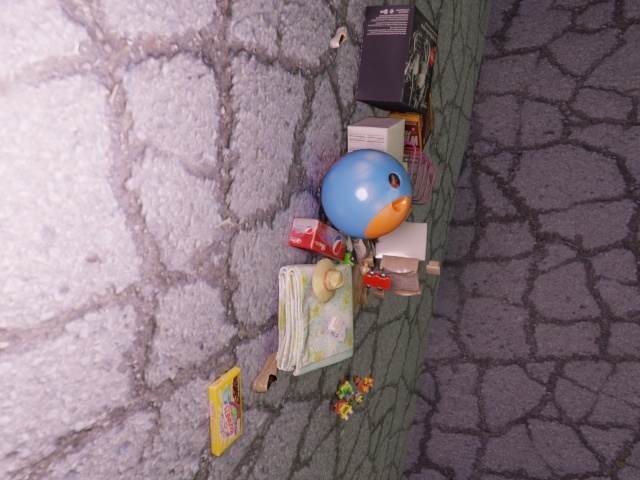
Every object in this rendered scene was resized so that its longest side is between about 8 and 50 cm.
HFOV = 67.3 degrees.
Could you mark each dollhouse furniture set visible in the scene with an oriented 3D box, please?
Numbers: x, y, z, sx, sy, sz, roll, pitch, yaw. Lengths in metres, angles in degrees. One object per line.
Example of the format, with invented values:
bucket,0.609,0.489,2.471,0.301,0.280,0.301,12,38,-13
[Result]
dollhouse furniture set,0.272,0.212,1.836,0.303,0.356,0.173,68,34,-50

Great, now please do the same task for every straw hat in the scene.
straw hat,0.039,0.120,1.454,0.144,0.061,0.144,6,83,-58

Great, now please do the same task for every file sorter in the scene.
file sorter,0.341,-0.274,1.985,0.291,0.182,0.202,17,85,-61

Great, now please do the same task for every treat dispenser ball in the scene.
treat dispenser ball,0.146,-0.147,1.530,0.288,0.288,0.288,-35,131,-56

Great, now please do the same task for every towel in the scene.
towel,-0.001,0.233,1.518,0.374,0.090,0.320,3,89,-58

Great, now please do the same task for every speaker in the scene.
speaker,0.077,-0.011,1.712,0.055,0.055,0.136,-63,150,-30

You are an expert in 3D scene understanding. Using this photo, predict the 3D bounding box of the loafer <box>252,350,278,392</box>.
loafer,-0.144,0.391,1.415,0.148,0.050,0.056,-56,146,-40

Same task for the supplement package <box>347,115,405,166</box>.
supplement package,0.202,-0.327,1.734,0.194,0.149,0.203,-39,134,-53

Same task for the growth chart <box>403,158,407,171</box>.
growth chart,0.370,-0.285,2.252,0.237,0.021,0.172,-44,138,-50

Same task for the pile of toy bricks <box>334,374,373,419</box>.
pile of toy bricks,0.116,0.631,2.018,0.212,0.118,0.105,-45,112,-26

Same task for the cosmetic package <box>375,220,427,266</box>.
cosmetic package,0.330,0.032,1.985,0.365,0.197,0.155,45,49,-75

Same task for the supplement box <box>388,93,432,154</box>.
supplement box,0.395,-0.510,2.089,0.194,0.129,0.191,-61,149,-35

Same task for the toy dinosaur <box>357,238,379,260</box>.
toy dinosaur,0.197,-0.080,1.737,0.313,0.121,0.160,-50,147,5

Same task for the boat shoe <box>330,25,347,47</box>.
boat shoe,0.064,-0.620,1.466,0.100,0.035,0.035,-60,148,-34

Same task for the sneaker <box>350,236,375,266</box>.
sneaker,0.153,0.007,1.858,0.092,0.087,0.228,-32,124,-44

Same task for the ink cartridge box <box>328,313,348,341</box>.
ink cartridge box,0.051,0.271,1.495,0.083,0.028,0.048,61,42,-36

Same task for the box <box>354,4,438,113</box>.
box,0.286,-0.643,1.753,0.343,0.179,0.312,-16,115,-62

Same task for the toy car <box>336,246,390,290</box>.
toy car,0.110,0.102,1.719,0.225,0.239,0.053,64,20,-17

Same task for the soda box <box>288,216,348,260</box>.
soda box,0.000,0.000,1.522,0.263,0.083,0.092,24,77,-63

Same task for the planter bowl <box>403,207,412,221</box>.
planter bowl,0.290,-0.111,2.009,0.162,0.162,0.109,15,97,-65

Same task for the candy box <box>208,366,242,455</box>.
candy box,-0.246,0.445,1.253,0.105,0.027,0.205,-27,123,-55
